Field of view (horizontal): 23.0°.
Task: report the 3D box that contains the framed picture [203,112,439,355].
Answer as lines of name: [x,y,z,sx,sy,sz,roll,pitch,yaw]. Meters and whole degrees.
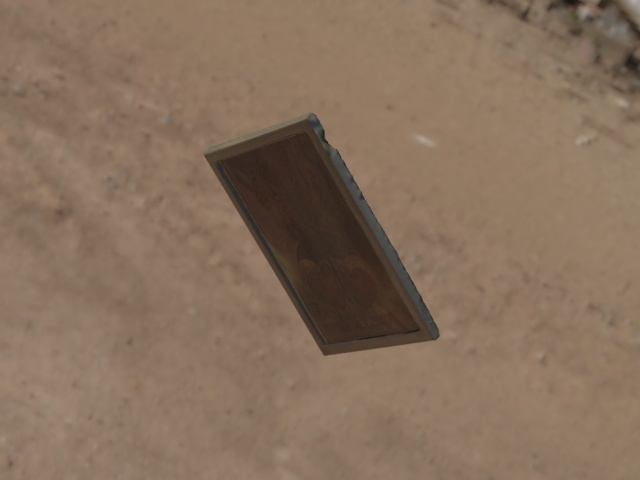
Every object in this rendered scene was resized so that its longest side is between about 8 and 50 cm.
framed picture: [0.000,0.000,1.795,0.020,0.211,0.289,-39,105,-35]
